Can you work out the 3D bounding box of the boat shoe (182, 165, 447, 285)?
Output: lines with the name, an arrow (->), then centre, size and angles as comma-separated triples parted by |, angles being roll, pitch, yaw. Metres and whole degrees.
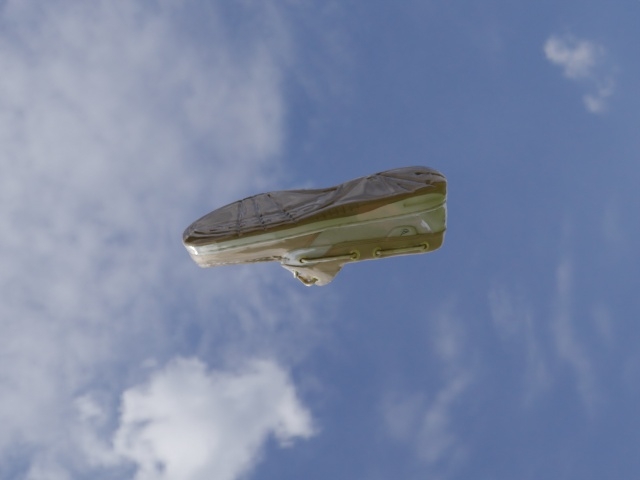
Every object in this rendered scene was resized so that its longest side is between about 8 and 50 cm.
boat shoe -> 0.000, 0.000, 0.830 | 0.063, 0.170, 0.059 | -104, 4, -64
